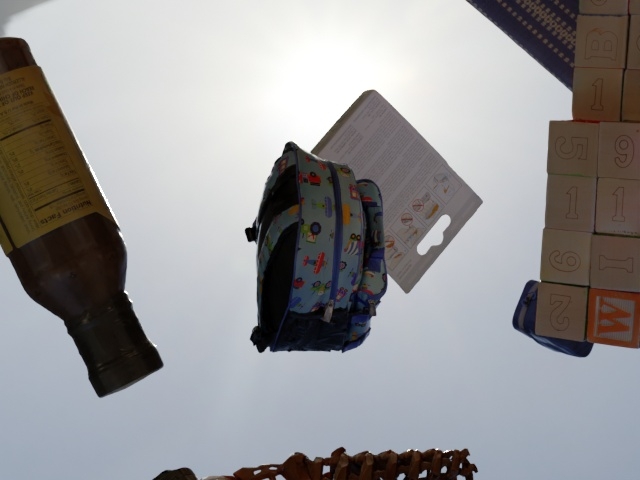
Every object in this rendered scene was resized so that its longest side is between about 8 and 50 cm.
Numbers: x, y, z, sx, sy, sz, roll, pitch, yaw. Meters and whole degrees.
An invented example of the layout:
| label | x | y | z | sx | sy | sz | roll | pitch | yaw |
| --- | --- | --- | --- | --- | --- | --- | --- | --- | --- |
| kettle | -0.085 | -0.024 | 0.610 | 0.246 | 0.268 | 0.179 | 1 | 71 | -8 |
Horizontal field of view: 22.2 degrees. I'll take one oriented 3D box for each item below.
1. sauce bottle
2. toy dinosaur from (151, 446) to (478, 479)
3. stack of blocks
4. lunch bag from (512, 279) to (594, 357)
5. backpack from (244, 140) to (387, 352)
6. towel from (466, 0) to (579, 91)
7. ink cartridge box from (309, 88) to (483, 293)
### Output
| label | x | y | z | sx | sy | sz | roll | pitch | yaw |
| --- | --- | --- | --- | --- | --- | --- | --- | --- | --- |
| sauce bottle | -0.253 | -0.019 | 1.537 | 0.111 | 0.344 | 0.111 | -25 | 180 | 0 |
| toy dinosaur | -0.058 | 0.214 | 0.986 | 0.322 | 0.164 | 0.218 | -49 | -139 | 32 |
| stack of blocks | 0.255 | -0.073 | 1.307 | 0.087 | 0.297 | 0.171 | 7 | -173 | 32 |
| lunch bag | 0.264 | 0.087 | 1.855 | 0.065 | 0.098 | 0.067 | 11 | -107 | 52 |
| backpack | 0.000 | 0.000 | 1.450 | 0.117 | 0.173 | 0.158 | 3 | -127 | -9 |
| towel | 0.288 | -0.292 | 1.464 | 0.336 | 0.040 | 0.243 | -44 | -110 | -5 |
| ink cartridge box | 0.069 | -0.053 | 1.771 | 0.145 | 0.179 | 0.045 | -50 | -163 | -17 |
